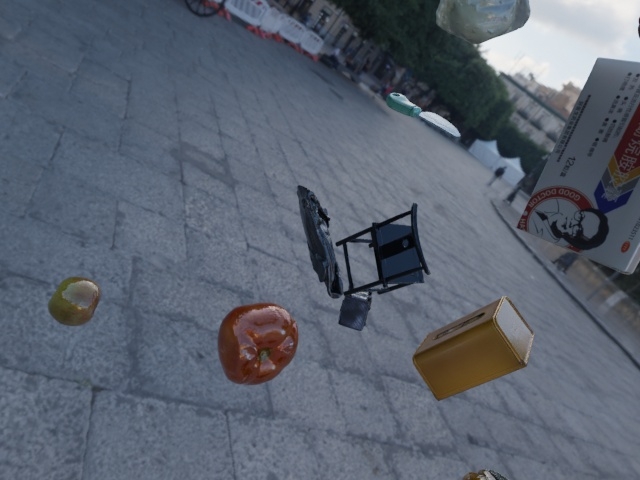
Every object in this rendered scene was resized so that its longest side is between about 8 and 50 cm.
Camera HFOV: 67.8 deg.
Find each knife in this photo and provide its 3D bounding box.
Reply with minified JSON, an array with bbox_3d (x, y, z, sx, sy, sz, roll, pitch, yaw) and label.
[{"bbox_3d":[0.273,-0.324,1.242,0.063,0.035,0.260,-19,45,-34],"label":"knife"}]

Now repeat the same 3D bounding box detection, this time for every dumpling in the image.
[{"bbox_3d":[0.157,-0.223,0.458,0.076,0.052,0.057,33,-15,24],"label":"dumpling"}]

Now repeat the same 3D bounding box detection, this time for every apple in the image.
[{"bbox_3d":[-0.404,0.099,0.784,0.071,0.084,0.084,24,24,-22],"label":"apple"}]

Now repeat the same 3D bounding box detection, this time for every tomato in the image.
[{"bbox_3d":[-0.189,0.298,1.407,0.259,0.260,0.180,23,11,-37],"label":"tomato"}]

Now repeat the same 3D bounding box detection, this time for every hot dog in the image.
[{"bbox_3d":[0.276,0.411,0.740,0.089,0.060,0.140,11,19,-8],"label":"hot dog"}]

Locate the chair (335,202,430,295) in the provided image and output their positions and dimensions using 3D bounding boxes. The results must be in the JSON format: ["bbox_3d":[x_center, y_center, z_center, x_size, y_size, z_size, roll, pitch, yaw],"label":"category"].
[{"bbox_3d":[0.168,0.031,1.091,0.141,0.260,0.155,2,72,-38],"label":"chair"}]

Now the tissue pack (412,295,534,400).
[{"bbox_3d":[0.420,0.293,1.316,0.145,0.274,0.194,57,33,5],"label":"tissue pack"}]

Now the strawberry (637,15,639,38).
[{"bbox_3d":[0.794,-0.416,1.000,0.265,0.149,0.336,17,56,-14],"label":"strawberry"}]

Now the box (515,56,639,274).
[{"bbox_3d":[0.537,-0.141,0.872,0.069,0.353,0.214,8,17,-44],"label":"box"}]

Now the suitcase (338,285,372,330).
[{"bbox_3d":[0.103,0.203,1.415,0.086,0.126,0.059,16,19,6],"label":"suitcase"}]

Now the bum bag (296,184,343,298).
[{"bbox_3d":[0.000,0.000,1.019,0.123,0.059,0.249,-120,-163,-72],"label":"bum bag"}]
